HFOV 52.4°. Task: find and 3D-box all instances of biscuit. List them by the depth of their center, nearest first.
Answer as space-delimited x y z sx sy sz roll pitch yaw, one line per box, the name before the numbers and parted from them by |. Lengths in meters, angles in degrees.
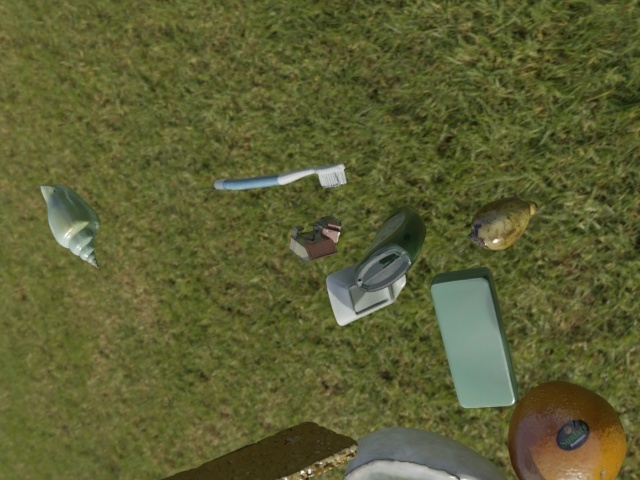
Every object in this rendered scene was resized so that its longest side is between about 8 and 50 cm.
biscuit | -0.076 0.277 0.783 0.131 0.230 0.025 -1 100 59

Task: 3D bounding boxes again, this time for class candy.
candy | 0.229 0.586 1.353 0.426 0.186 0.386 1 92 26

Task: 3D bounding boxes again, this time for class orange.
orange | 0.413 0.342 1.101 0.206 0.206 0.206 17 118 36

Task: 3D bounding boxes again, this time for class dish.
dish | 0.141 0.133 1.794 0.064 0.234 0.154 16 125 63

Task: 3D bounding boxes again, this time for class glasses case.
glasses case | 0.201 0.128 0.842 0.077 0.039 0.184 -10 107 23

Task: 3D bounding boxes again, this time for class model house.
model house | 0.000 0.000 1.044 0.058 0.083 0.057 38 128 38

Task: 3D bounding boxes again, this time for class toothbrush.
toothbrush | -0.059 -0.074 0.820 0.275 0.019 0.025 0 110 51

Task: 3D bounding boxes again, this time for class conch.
conch | -0.436 -0.030 1.165 0.180 0.088 0.065 60 152 3

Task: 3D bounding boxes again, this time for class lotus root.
lotus root | 0.496 -0.054 1.770 0.138 0.214 0.138 49 161 24

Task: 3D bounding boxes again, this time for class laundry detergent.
laundry detergent | 0.123 0.000 1.102 0.063 0.211 0.137 42 122 -7
